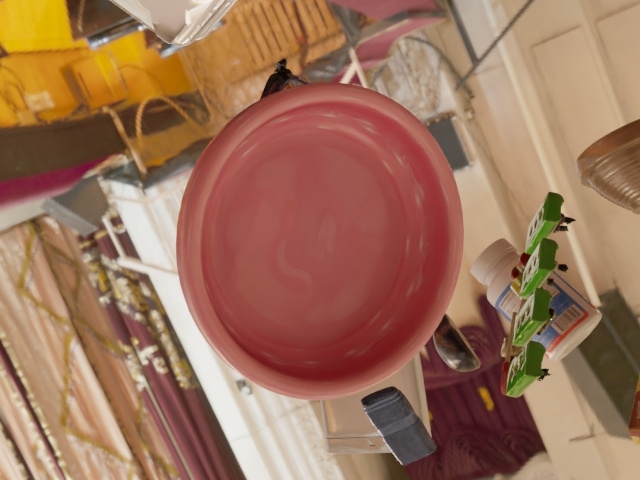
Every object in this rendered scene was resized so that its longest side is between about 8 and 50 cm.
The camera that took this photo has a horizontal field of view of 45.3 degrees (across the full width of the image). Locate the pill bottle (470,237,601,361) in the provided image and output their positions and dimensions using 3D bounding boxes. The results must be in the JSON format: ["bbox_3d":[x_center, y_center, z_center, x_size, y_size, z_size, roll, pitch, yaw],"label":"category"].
[{"bbox_3d":[0.381,0.100,1.382,0.124,0.221,0.124,-33,153,-20],"label":"pill bottle"}]

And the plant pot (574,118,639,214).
[{"bbox_3d":[0.540,-0.113,1.222,0.237,0.109,0.237,-13,161,-4],"label":"plant pot"}]

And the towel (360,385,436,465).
[{"bbox_3d":[0.115,0.270,1.125,0.067,0.119,0.029,-27,-167,23],"label":"towel"}]

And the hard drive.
[{"bbox_3d":[0.095,0.255,1.576,0.233,0.352,0.047,-12,172,32],"label":"hard drive"}]

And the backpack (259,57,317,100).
[{"bbox_3d":[-0.018,-0.251,1.816,0.263,0.276,0.213,13,-163,-37],"label":"backpack"}]

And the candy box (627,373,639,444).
[{"bbox_3d":[0.668,0.304,1.473,0.109,0.053,0.186,-8,-140,43],"label":"candy box"}]

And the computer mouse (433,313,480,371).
[{"bbox_3d":[0.327,0.260,1.909,0.072,0.188,0.272,-36,-173,7],"label":"computer mouse"}]

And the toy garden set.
[{"bbox_3d":[0.285,0.091,1.012,0.049,0.244,0.204,12,157,6],"label":"toy garden set"}]

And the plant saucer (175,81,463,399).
[{"bbox_3d":[0.000,0.000,0.825,0.332,0.332,0.084,-27,-163,-23],"label":"plant saucer"}]

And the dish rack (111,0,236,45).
[{"bbox_3d":[-0.261,-0.452,1.225,0.333,0.286,0.072,-27,-146,52],"label":"dish rack"}]
